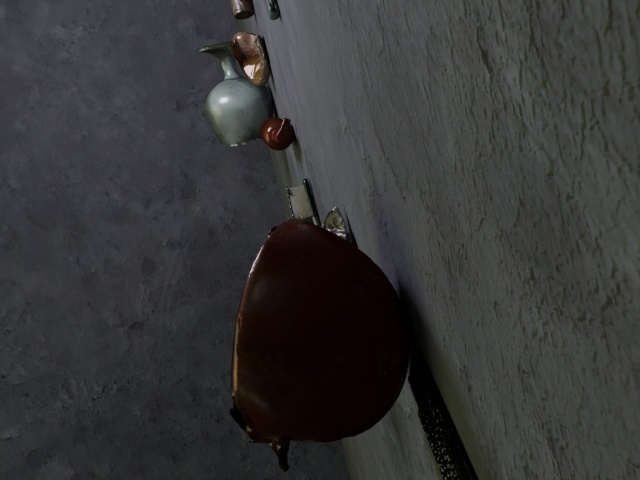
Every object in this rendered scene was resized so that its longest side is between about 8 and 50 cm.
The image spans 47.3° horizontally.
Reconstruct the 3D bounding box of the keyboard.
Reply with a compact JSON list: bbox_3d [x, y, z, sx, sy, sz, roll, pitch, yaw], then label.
[{"bbox_3d":[0.138,0.227,0.809,0.231,0.023,0.072,-109,9,-48],"label":"keyboard"}]

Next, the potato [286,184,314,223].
[{"bbox_3d":[-0.051,-0.083,1.911,0.086,0.061,0.122,82,174,-55],"label":"potato"}]

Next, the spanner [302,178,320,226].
[{"bbox_3d":[0.000,0.000,1.790,0.087,0.024,0.315,69,-174,-83],"label":"spanner"}]

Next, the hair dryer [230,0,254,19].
[{"bbox_3d":[-0.230,-0.736,2.143,0.182,0.064,0.117,149,109,-77],"label":"hair dryer"}]

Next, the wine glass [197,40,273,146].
[{"bbox_3d":[-0.271,-0.477,2.355,0.238,0.238,0.322,-120,16,-74],"label":"wine glass"}]

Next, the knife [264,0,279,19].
[{"bbox_3d":[-0.114,-0.526,1.542,0.044,0.023,0.162,80,174,-57],"label":"knife"}]

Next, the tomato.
[{"bbox_3d":[0.025,0.125,0.904,0.309,0.170,0.308,9,-90,-70],"label":"tomato"}]

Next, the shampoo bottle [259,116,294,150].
[{"bbox_3d":[-0.110,-0.279,1.910,0.244,0.086,0.085,-133,29,-76],"label":"shampoo bottle"}]

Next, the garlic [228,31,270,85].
[{"bbox_3d":[-0.200,-0.536,2.143,0.124,0.099,0.174,-5,-100,-80],"label":"garlic"}]

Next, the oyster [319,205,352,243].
[{"bbox_3d":[0.026,0.094,1.312,0.275,0.101,0.270,75,-167,-52],"label":"oyster"}]
